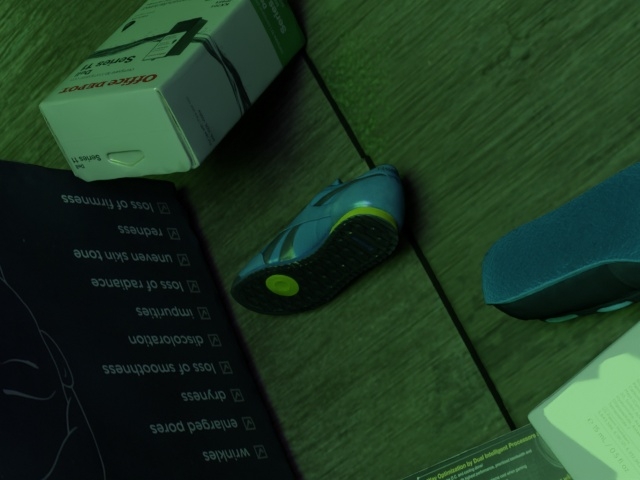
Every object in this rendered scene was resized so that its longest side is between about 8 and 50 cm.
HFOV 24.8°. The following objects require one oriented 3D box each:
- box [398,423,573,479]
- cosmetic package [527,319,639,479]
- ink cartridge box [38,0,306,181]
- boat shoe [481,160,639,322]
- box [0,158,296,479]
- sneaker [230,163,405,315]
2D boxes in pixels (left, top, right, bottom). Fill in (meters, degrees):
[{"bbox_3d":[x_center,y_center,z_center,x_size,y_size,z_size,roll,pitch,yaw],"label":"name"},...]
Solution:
[{"bbox_3d":[0.155,0.286,1.155,0.307,0.076,0.242,-30,68,31],"label":"box"},{"bbox_3d":[0.361,0.174,0.939,0.284,0.097,0.377,-44,67,22],"label":"cosmetic package"},{"bbox_3d":[-0.133,-0.151,1.329,0.153,0.208,0.087,-4,126,36],"label":"ink cartridge box"},{"bbox_3d":[0.244,-0.003,1.112,0.258,0.089,0.109,-17,56,42],"label":"boat shoe"},{"bbox_3d":[-0.294,0.198,1.248,0.297,0.480,0.472,-39,64,30],"label":"box"},{"bbox_3d":[0.000,0.000,1.315,0.209,0.069,0.082,-34,34,39],"label":"sneaker"}]
